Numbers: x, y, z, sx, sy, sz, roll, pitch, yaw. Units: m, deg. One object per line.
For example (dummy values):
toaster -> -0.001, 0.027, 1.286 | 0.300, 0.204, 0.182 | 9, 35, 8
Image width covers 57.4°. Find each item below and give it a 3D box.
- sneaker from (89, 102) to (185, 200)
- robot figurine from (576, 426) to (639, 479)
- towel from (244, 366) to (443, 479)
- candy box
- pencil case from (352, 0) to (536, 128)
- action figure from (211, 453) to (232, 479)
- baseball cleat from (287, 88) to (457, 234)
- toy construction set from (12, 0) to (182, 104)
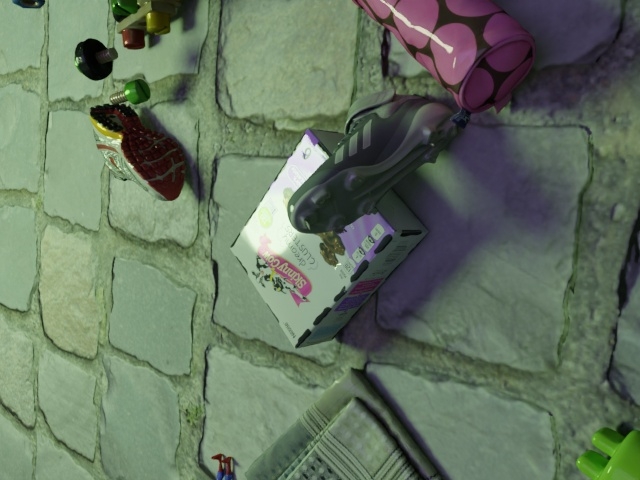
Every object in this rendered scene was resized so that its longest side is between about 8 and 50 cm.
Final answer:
sneaker -> -0.286, -0.130, 0.927 | 0.225, 0.088, 0.093 | 44, 139, 31
robot figurine -> 0.266, 0.198, 0.461 | 0.115, 0.067, 0.101 | 35, 102, 34
towel -> 0.036, 0.361, 0.678 | 0.324, 0.056, 0.312 | 51, 123, 27
candy box -> 0.000, 0.000, 0.679 | 0.165, 0.070, 0.196 | 53, 122, 26
pencil case -> 0.107, -0.211, 0.564 | 0.095, 0.098, 0.209 | -42, 62, 17
action figure -> -0.144, 0.375, 0.855 | 0.038, 0.030, 0.115 | -3, 92, 36
baseball cleat -> 0.038, -0.083, 0.587 | 0.109, 0.206, 0.072 | 42, 155, 39
toy construction set -> -0.256, -0.404, 0.824 | 0.237, 0.257, 0.309 | -10, 62, 23
